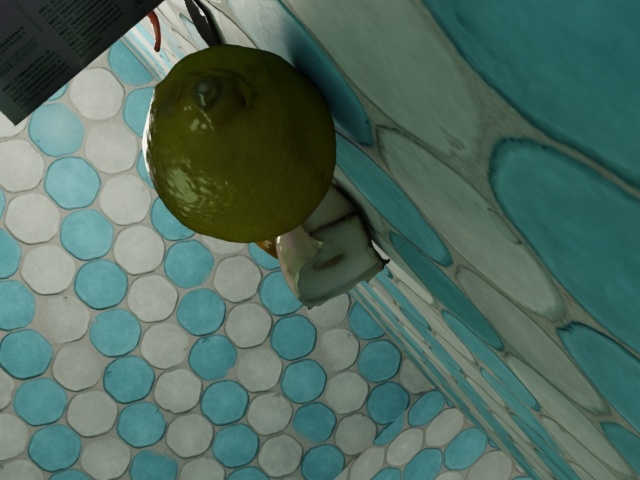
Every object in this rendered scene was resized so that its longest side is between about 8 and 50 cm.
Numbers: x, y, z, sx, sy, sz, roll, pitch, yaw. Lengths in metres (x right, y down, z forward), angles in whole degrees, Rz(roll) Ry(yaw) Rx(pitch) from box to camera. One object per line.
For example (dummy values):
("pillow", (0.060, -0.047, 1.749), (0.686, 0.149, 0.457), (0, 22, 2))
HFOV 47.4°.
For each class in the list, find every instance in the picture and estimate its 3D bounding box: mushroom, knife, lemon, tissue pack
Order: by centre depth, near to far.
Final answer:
("lemon", (-0.077, -0.093, 0.717), (0.188, 0.188, 0.257), (46, 178, 20))
("tissue pack", (-0.277, -0.257, 0.764), (0.148, 0.246, 0.092), (50, 177, -23))
("knife", (-0.149, -0.270, 0.991), (0.072, 0.019, 0.245), (51, 175, 12))
("mushroom", (-0.023, -0.009, 1.164), (0.173, 0.162, 0.236), (43, 173, 28))

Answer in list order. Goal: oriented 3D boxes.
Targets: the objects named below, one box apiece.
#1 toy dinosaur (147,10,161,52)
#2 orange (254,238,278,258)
("toy dinosaur", (-0.310, -0.409, 1.162), (0.138, 0.070, 0.286), (12, 154, 43))
("orange", (-0.096, -0.036, 1.791), (0.178, 0.155, 0.177), (51, -176, -5))
